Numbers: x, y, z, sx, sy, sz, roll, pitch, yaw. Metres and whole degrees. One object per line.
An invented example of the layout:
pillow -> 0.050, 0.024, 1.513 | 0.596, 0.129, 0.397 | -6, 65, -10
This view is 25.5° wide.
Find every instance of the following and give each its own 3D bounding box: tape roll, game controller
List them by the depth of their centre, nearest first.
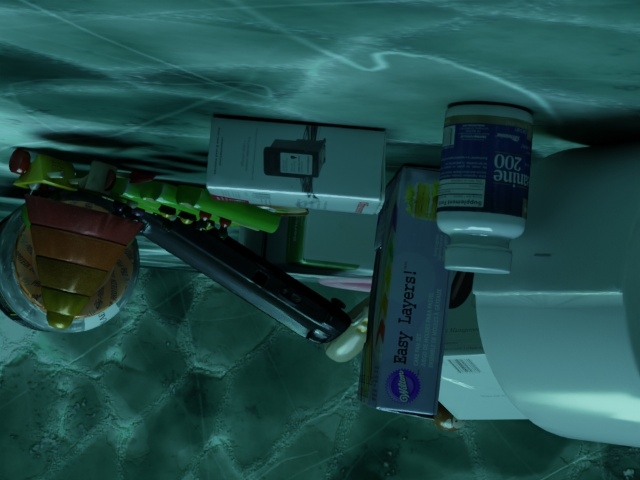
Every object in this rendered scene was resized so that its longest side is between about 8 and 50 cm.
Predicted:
tape roll -> 0.266, 0.042, 1.111 | 0.246, 0.246, 0.169 | 8, 175, -32
game controller -> -0.108, 0.029, 1.779 | 0.319, 0.067, 0.166 | 34, 177, -9

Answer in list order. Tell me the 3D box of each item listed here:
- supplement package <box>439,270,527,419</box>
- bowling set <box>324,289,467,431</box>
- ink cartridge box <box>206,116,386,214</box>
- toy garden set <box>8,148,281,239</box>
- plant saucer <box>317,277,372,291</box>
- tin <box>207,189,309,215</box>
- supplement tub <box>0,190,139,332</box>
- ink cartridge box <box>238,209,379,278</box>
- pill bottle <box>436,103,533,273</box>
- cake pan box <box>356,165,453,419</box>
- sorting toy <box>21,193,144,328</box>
supplement package -> 0.237, 0.099, 1.757 | 0.194, 0.203, 0.149 | -7, 138, 43
bowling set -> 0.169, 0.137, 1.898 | 0.287, 0.200, 0.154 | -20, 157, -48
ink cartridge box -> -0.020, -0.063, 1.230 | 0.150, 0.063, 0.109 | 4, 175, -1
toy garden set -> -0.198, -0.041, 1.502 | 0.204, 0.049, 0.244 | 18, 174, -40
plant saucer -> 0.163, 0.041, 2.201 | 0.332, 0.084, 0.332 | 5, 176, 0
tin -> -0.066, -0.054, 1.565 | 0.106, 0.040, 0.190 | 9, 175, 4
supplement tub -> -0.358, 0.031, 1.950 | 0.193, 0.194, 0.316 | 6, 176, -17
ink cartridge box -> 0.000, 0.000, 1.834 | 0.153, 0.087, 0.208 | 7, 174, -27
pill bottle -> 0.121, -0.037, 1.051 | 0.067, 0.120, 0.067 | 5, 176, 0
cake pan box -> 0.091, 0.058, 1.496 | 0.070, 0.246, 0.267 | 9, 177, -2
sorting toy -> -0.271, 0.031, 1.525 | 0.127, 0.126, 0.365 | 13, 175, -11
